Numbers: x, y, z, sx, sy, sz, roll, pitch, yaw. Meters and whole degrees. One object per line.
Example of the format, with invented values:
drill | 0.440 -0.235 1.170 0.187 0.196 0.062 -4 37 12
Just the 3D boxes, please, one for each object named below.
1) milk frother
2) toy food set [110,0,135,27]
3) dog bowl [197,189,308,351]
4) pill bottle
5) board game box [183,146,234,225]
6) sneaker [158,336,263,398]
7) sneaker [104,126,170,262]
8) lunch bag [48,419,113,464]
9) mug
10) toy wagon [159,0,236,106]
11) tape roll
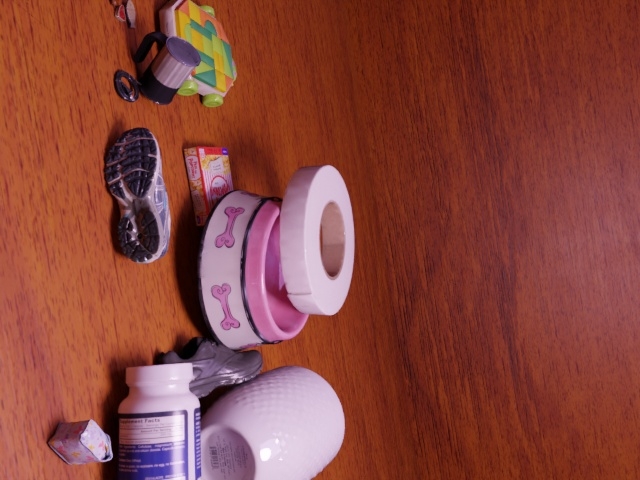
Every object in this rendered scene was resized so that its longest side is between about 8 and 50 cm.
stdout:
milk frother | -0.356 -0.365 1.280 0.129 0.135 0.143 34 40 -21
toy food set | -0.440 -0.534 1.296 0.078 0.019 0.122 -12 101 -68
dog bowl | -0.136 0.074 1.473 0.408 0.151 0.407 -1 90 -70
pill bottle | -0.303 0.369 1.115 0.153 0.153 0.264 25 59 -65
board game box | -0.278 -0.140 1.513 0.147 0.045 0.193 -21 103 -68
sneaker | -0.239 0.273 1.326 0.286 0.109 0.130 -6 80 -55
sneaker | -0.370 -0.091 1.229 0.122 0.110 0.282 50 36 -83
lunch bag | -0.399 0.344 0.995 0.053 0.071 0.083 -75 147 -53
mug | -0.134 0.501 1.353 0.328 0.277 0.373 1 92 -66
toy wagon | -0.302 -0.493 1.558 0.344 0.068 0.267 6 77 -68
tape roll | 0.000 0.000 1.528 0.392 0.072 0.391 -1 90 -70
